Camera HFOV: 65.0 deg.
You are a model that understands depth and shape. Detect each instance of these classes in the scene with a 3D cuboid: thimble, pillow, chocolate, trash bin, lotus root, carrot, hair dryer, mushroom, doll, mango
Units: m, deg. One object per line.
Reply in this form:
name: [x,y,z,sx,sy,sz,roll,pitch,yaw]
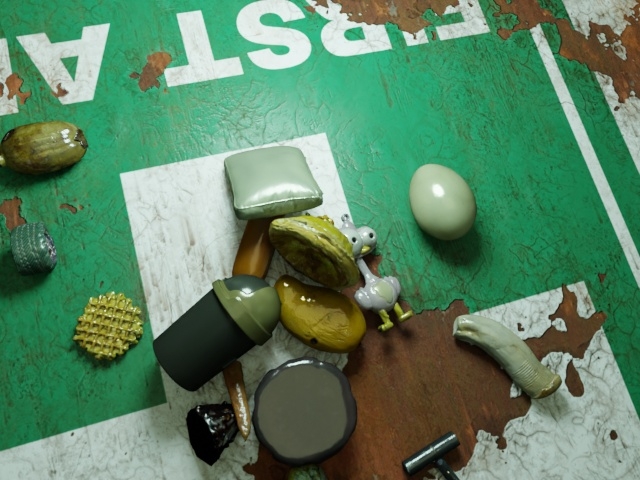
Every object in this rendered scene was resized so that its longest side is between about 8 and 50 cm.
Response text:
thimble: [-0.782,0.025,1.373,0.090,0.118,0.135,-14,62,-16]
pillow: [-0.141,-0.175,1.456,0.255,0.120,0.322,-10,38,-9]
chocolate: [-0.261,0.492,1.332,0.133,0.156,0.156,-14,76,-40]
trash bin: [-0.256,0.224,1.333,0.334,0.214,0.214,-38,83,-1]
lotus root: [-0.807,-0.262,1.441,0.260,0.128,0.145,-18,88,-11]
carrot: [-0.213,0.420,1.325,0.057,0.057,0.224,-15,46,-12]
hair dryer: [0.343,0.663,1.403,0.173,0.050,0.195,-25,83,-11]
mushroom: [0.552,0.335,1.494,0.351,0.095,0.123,38,91,5]
doll: [0.139,0.087,1.496,0.160,0.094,0.365,-20,81,-26]
mango: [-0.009,0.213,1.433,0.295,0.120,0.177,28,77,6]

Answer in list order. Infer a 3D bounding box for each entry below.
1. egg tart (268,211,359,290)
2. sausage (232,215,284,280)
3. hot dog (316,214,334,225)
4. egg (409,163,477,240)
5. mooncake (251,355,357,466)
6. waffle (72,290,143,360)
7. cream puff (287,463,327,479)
egg tart: [-0.009,0.017,1.366,0.290,0.290,0.115,34,68,2]
sausage: [-0.181,0.009,1.471,0.105,0.105,0.274,17,73,-3]
hot dog: [0.000,0.000,1.527,0.071,0.045,0.165,13,75,-2]
egg: [0.368,-0.120,1.537,0.188,0.188,0.253,-21,73,-13]
mooncake: [-0.047,0.454,1.348,0.283,0.141,0.283,3,70,-7]
waffle: [-0.581,0.235,1.386,0.191,0.038,0.191,2,75,-7]
cream puff: [-0.039,0.665,1.307,0.156,0.121,0.156,1,53,-1]
